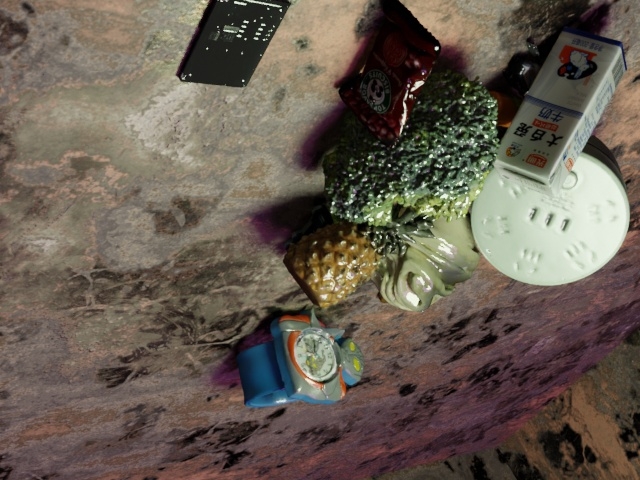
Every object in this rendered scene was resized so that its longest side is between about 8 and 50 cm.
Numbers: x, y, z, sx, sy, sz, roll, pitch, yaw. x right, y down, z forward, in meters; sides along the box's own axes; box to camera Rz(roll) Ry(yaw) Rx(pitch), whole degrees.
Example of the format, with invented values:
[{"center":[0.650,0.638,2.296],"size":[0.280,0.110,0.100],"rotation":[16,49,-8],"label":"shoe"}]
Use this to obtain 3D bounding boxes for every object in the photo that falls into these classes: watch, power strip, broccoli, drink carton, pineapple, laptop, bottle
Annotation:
[{"center":[-0.054,0.324,2.225],"size":[0.305,0.241,0.274],"rotation":[8,152,-42],"label":"watch"},{"center":[0.496,-0.069,1.908],"size":[0.358,0.161,0.357],"rotation":[6,119,10],"label":"power strip"},{"center":[0.186,-0.141,1.647],"size":[0.375,0.249,0.302],"rotation":[-36,147,3],"label":"broccoli"},{"center":[0.469,-0.248,1.692],"size":[0.315,0.131,0.106],"rotation":[-60,149,-7],"label":"drink carton"},{"center":[0.097,-0.001,1.764],"size":[0.340,0.169,0.169],"rotation":[-32,151,-9],"label":"pineapple"},{"center":[-0.136,-0.312,1.356],"size":[0.129,0.016,0.180],"rotation":[-1,142,-36],"label":"laptop"},{"center":[0.407,-0.268,1.812],"size":[0.187,0.069,0.069],"rotation":[2,138,-43],"label":"bottle"}]

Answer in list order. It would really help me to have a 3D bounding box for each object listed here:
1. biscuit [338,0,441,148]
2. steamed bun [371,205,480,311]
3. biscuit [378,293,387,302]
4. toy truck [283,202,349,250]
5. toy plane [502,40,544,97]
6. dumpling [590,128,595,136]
[{"center":[0.119,-0.286,1.469],"size":[0.063,0.151,0.235],"rotation":[-10,144,-35],"label":"biscuit"},{"center":[0.249,0.045,2.029],"size":[0.275,0.206,0.320],"rotation":[-22,146,-7],"label":"steamed bun"},{"center":[0.269,0.105,2.305],"size":[0.236,0.039,0.180],"rotation":[-16,147,-24],"label":"biscuit"},{"center":[0.000,0.000,1.882],"size":[0.100,0.077,0.169],"rotation":[9,132,-42],"label":"toy truck"},{"center":[0.428,-0.325,1.758],"size":[0.078,0.053,0.197],"rotation":[-42,144,7],"label":"toy plane"},{"center":[0.571,-0.186,2.010],"size":[0.162,0.132,0.250],"rotation":[-24,133,6],"label":"dumpling"}]
